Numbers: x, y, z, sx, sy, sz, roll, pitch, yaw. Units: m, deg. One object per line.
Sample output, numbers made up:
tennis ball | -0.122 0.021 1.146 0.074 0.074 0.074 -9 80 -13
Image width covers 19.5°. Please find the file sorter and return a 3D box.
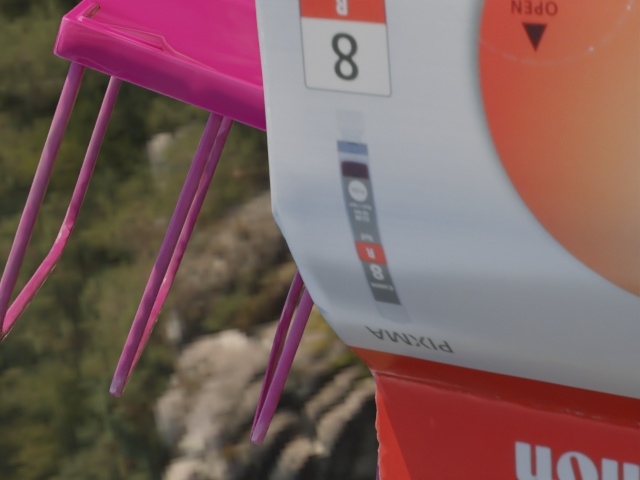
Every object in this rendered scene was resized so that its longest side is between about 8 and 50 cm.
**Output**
file sorter | 0.000 0.000 0.949 0.202 0.291 0.182 -76 6 -72

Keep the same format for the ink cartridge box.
ink cartridge box | 0.056 0.018 0.402 0.145 0.045 0.179 8 108 35
